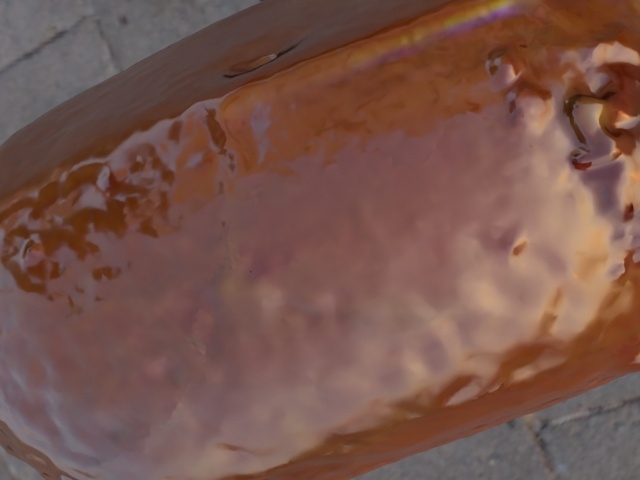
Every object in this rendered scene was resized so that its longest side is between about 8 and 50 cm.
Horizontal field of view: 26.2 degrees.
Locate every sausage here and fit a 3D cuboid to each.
[{"bbox_3d":[-0.001,-0.001,0.453,0.268,0.153,0.141,-21,112,14],"label":"sausage"}]

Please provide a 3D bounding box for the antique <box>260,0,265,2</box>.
[{"bbox_3d":[-0.028,-0.270,1.190,0.080,0.221,0.081,-44,73,-7],"label":"antique"}]
